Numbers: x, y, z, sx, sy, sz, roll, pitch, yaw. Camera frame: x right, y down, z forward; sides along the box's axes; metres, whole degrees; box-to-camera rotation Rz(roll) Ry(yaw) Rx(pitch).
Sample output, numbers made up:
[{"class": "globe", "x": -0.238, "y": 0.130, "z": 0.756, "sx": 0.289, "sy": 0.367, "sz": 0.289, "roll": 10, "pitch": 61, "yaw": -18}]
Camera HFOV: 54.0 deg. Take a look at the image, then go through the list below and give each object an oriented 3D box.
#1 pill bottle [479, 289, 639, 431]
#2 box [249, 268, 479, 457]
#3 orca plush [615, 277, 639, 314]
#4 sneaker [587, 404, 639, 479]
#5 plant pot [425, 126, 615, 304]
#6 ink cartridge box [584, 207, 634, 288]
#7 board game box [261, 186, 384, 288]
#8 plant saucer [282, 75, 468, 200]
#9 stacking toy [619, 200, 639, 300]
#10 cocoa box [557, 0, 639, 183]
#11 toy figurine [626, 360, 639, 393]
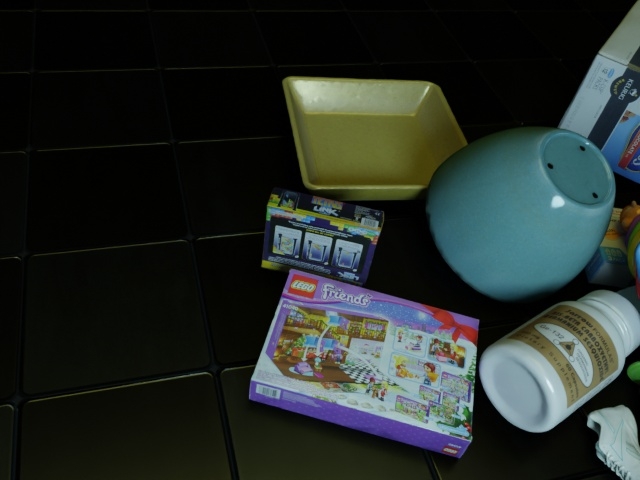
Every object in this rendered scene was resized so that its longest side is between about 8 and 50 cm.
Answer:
[{"class": "pill bottle", "x": 0.348, "y": 0.160, "z": 0.890, "sx": 0.229, "sy": 0.131, "sz": 0.131, "roll": -23, "pitch": 55, "yaw": -29}, {"class": "box", "x": 0.069, "y": 0.164, "z": 0.882, "sx": 0.293, "sy": 0.057, "sz": 0.201, "roll": 15, "pitch": 47, "yaw": 4}, {"class": "orca plush", "x": 0.580, "y": 0.119, "z": 1.007, "sx": 0.287, "sy": 0.102, "sz": 0.151, "roll": -18, "pitch": 27, "yaw": -12}, {"class": "sneaker", "x": 0.403, "y": 0.292, "z": 0.837, "sx": 0.061, "sy": 0.053, "sz": 0.152, "roll": -4, "pitch": 41, "yaw": -2}, {"class": "plant pot", "x": 0.341, "y": -0.067, "z": 0.995, "sx": 0.290, "sy": 0.195, "sz": 0.290, "roll": 9, "pitch": 63, "yaw": -17}, {"class": "ink cartridge box", "x": 0.521, "y": -0.003, "z": 1.125, "sx": 0.104, "sy": 0.061, "sz": 0.181, "roll": 8, "pitch": 46, "yaw": -4}, {"class": "board game box", "x": 0.000, "y": 0.000, "z": 0.965, "sx": 0.170, "sy": 0.141, "sz": 0.048, "roll": 14, "pitch": 48, "yaw": 2}, {"class": "plant saucer", "x": 0.103, "y": -0.185, "z": 1.203, "sx": 0.333, "sy": 0.081, "sz": 0.332, "roll": -1, "pitch": 47, "yaw": -13}, {"class": "stacking toy", "x": 0.532, "y": 0.010, "z": 0.965, "sx": 0.166, "sy": 0.175, "sz": 0.302, "roll": -15, "pitch": 19, "yaw": 11}, {"class": "cocoa box", "x": 0.693, "y": -0.322, "z": 1.340, "sx": 0.228, "sy": 0.231, "sz": 0.347, "roll": 31, "pitch": 49, "yaw": 17}, {"class": "toy figurine", "x": 0.502, "y": 0.259, "z": 0.856, "sx": 0.173, "sy": 0.130, "sz": 0.159, "roll": 9, "pitch": 52, "yaw": 28}]
